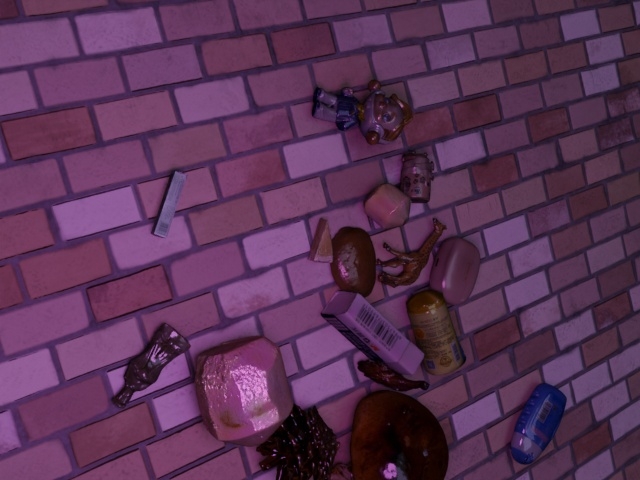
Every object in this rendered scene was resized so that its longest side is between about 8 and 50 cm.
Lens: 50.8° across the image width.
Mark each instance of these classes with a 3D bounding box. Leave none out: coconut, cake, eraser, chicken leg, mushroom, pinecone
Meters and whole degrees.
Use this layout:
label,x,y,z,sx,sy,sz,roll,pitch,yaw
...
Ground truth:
label,x,y,z,sx,sy,sz,roll,pitch,yaw
coconut,0.194,-0.089,1.870,0.122,0.116,0.116,43,66,14
cake,0.000,0.000,1.805,0.065,0.052,0.121,-4,92,-26
eraser,0.144,0.257,1.839,0.287,0.130,0.086,43,67,-20
chicken leg,0.195,0.373,1.840,0.205,0.093,0.053,17,52,13
mushroom,0.180,0.576,1.830,0.345,0.259,0.346,26,53,-40
coconut,-0.184,0.366,1.596,0.233,0.233,0.245,-14,91,-28
pinecone,-0.059,0.520,1.687,0.201,0.202,0.229,-32,141,-14

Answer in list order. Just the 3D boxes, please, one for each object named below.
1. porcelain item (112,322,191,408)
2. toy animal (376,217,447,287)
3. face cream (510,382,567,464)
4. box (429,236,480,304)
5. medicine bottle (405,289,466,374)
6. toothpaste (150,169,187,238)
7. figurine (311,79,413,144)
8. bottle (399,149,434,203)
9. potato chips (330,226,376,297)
label,x,y,z,sx,sy,sz,roll,pitch,yaw
porcelain item,-0.406,0.296,1.577,0.216,0.069,0.081,-49,115,-15
toy animal,0.271,0.043,1.953,0.275,0.054,0.149,-24,97,-24
face cream,0.692,0.594,2.156,0.149,0.083,0.264,42,70,-21
box,0.399,0.091,2.002,0.146,0.088,0.200,24,79,-27
medicine bottle,0.327,0.259,1.941,0.124,0.124,0.239,-24,101,-27
toothpaste,-0.363,-0.085,1.611,0.034,0.046,0.164,21,79,-25
figurine,0.110,-0.335,1.836,0.274,0.133,0.194,-12,72,-23
bottle,0.276,-0.187,1.939,0.098,0.099,0.152,9,81,-28
potato chips,0.098,0.060,1.862,0.150,0.049,0.202,-3,84,-34
